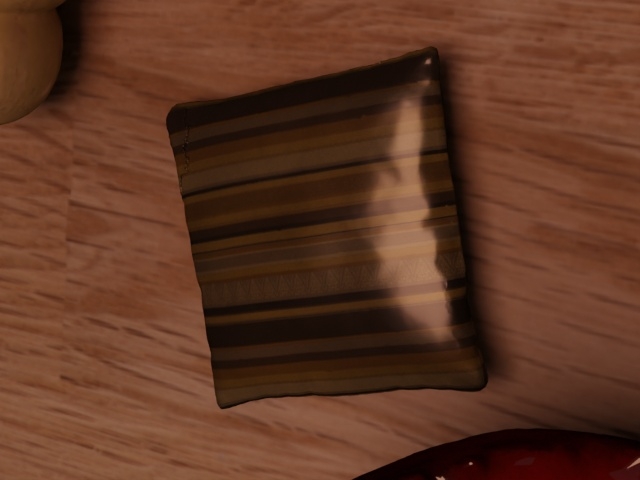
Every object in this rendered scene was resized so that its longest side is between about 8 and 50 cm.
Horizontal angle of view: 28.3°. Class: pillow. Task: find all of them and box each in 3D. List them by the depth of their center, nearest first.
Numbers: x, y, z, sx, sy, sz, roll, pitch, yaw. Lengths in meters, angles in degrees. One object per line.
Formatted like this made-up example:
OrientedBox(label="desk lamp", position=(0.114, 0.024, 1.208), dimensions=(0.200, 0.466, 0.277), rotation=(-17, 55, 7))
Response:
OrientedBox(label="pillow", position=(0.000, 0.000, 0.816), dimensions=(0.208, 0.052, 0.212), rotation=(-8, 92, 32))

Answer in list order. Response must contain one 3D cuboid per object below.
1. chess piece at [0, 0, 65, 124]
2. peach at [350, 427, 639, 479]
OrientedBox(label="chess piece", position=(-0.214, -0.222, 0.855), dimensions=(0.167, 0.167, 0.299), rotation=(25, 115, 23))
OrientedBox(label="peach", position=(0.149, 0.280, 0.629), dimensions=(0.406, 0.310, 0.335), rotation=(25, 71, 25))
